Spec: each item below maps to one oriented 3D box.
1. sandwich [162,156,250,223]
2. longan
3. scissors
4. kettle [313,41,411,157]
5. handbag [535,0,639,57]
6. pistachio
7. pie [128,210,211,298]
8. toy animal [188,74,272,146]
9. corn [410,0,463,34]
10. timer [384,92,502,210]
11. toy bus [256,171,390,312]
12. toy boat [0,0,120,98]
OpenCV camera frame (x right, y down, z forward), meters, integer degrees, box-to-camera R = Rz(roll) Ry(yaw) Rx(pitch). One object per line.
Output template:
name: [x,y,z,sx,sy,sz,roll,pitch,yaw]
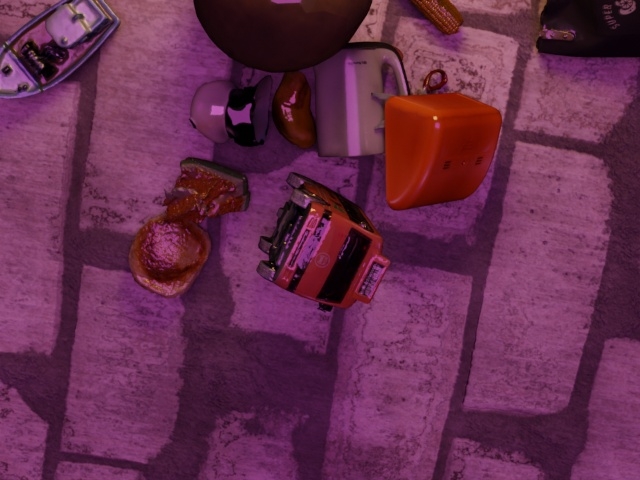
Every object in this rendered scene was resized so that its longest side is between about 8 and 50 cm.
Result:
sandwich: [-0.264,-0.108,1.899,0.184,0.160,0.109,11,120,3]
longan: [-0.085,-0.537,1.706,0.404,0.405,0.336,-15,136,1]
scissors: [0.211,-0.311,1.871,0.247,0.017,0.144,-16,104,-37]
kettle: [0.093,-0.326,1.872,0.240,0.165,0.255,-6,98,-13]
handbag: [0.625,-0.554,1.816,0.287,0.152,0.342,-6,128,10]
pistachio: [-0.069,-0.301,1.889,0.100,0.110,0.189,-25,118,-23]
pie: [-0.365,0.034,1.958,0.178,0.084,0.205,34,95,-8]
toy animal: [-0.208,-0.305,1.879,0.179,0.138,0.166,7,81,5]
corn: [0.248,-0.556,1.872,0.207,0.068,0.068,41,97,-9]
timer: [0.273,-0.195,1.865,0.257,0.161,0.250,-11,119,-37]
toy bus: [0.000,0.000,1.794,0.233,0.427,0.203,24,100,-10]
toy boat: [-0.612,-0.433,1.831,0.331,0.133,0.145,-37,101,5]
